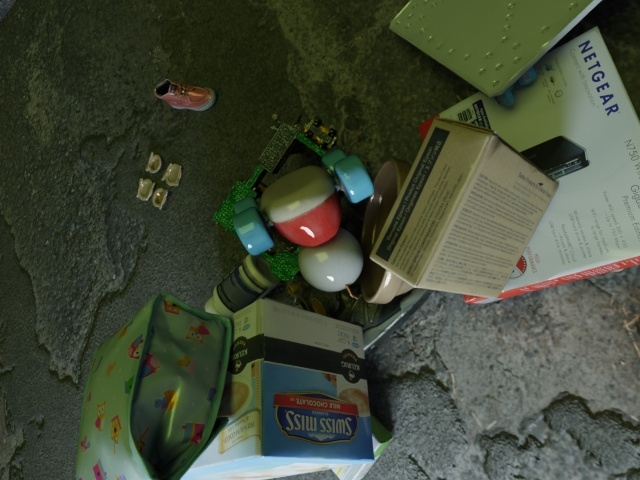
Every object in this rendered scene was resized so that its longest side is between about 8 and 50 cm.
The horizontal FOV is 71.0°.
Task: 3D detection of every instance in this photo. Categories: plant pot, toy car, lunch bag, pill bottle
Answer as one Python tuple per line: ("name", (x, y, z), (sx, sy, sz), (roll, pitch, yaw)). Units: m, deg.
("plant pot", (0.142, -0.009, 0.745), (0.109, 0.237, 0.238), (9, 84, -7))
("toy car", (0.000, 0.000, 0.779), (0.219, 0.210, 0.238), (-28, 109, -2))
("lunch bag", (-0.248, 0.246, 0.648), (0.223, 0.160, 0.262), (-38, 40, 32))
("pill bottle", (-0.180, 0.113, 1.006), (0.169, 0.094, 0.094), (-42, 62, 17))

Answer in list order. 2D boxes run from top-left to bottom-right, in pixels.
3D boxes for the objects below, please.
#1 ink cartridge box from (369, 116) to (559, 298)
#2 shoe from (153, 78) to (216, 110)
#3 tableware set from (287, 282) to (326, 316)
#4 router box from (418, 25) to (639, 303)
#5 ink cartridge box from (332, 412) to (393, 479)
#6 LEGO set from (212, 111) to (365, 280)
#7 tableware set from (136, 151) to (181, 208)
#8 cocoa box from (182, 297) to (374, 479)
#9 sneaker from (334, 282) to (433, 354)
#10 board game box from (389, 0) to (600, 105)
("ink cartridge box", (0.199, -0.030, 0.598), (0.088, 0.234, 0.193), (34, 104, 43))
("shoe", (-0.374, -0.400, 1.232), (0.178, 0.081, 0.064), (9, 85, 32))
("tableware set", (-0.019, 0.149, 0.906), (0.154, 0.024, 0.104), (48, 149, 30))
("router box", (0.337, -0.100, 0.704), (0.301, 0.082, 0.336), (-25, 66, 37))
("ink cartridge box", (0.023, 0.342, 0.858), (0.209, 0.062, 0.109), (39, 102, 31))
("LEGO set", (-0.056, -0.092, 0.958), (0.254, 0.192, 0.331), (28, 100, 2))
("tableware set", (-0.464, -0.168, 1.277), (0.168, 0.020, 0.141), (26, 94, 33))
("cocoa box", (-0.113, 0.285, 0.786), (0.347, 0.231, 0.228), (-31, 49, 37))
("sneaker", (0.111, 0.104, 0.836), (0.227, 0.087, 0.130), (-45, 68, 22))
("board game box", (0.342, -0.445, 0.747), (0.390, 0.050, 0.390), (-44, 39, 17))
